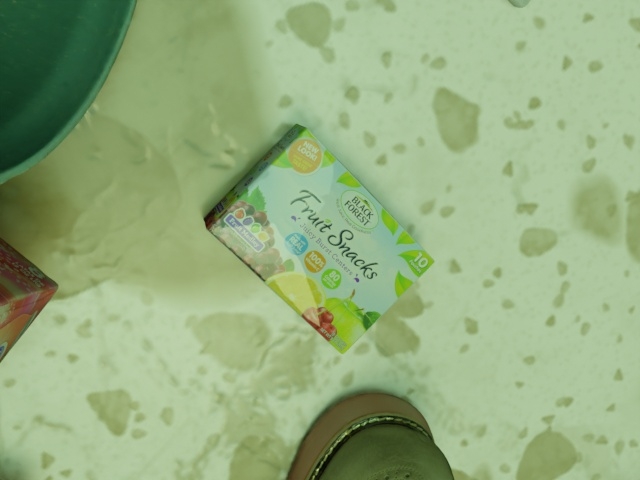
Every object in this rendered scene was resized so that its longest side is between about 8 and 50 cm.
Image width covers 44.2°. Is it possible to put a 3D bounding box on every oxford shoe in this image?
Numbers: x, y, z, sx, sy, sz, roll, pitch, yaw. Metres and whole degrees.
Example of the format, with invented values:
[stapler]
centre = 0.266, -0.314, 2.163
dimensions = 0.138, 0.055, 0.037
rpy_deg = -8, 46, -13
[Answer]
[oxford shoe]
centre = -0.003, 0.320, 0.599
dimensions = 0.140, 0.146, 0.397
rpy_deg = 13, 101, -16

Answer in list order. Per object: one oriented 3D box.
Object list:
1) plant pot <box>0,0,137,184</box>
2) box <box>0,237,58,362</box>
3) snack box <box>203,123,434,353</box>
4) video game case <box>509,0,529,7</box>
[plant pot]
centre = -0.233, -0.187, 0.370
dimensions = 0.196, 0.293, 0.293
rpy_deg = 15, 101, 11
[box]
centre = -0.316, -0.003, 0.406
dimensions = 0.300, 0.142, 0.154
rpy_deg = 38, 93, 0
[snack box]
centre = 0.000, 0.000, 0.577
dimensions = 0.100, 0.037, 0.141
rpy_deg = -46, 109, 0
[video game case]
centre = 0.134, -0.271, 0.550
dimensions = 0.157, 0.019, 0.143
rpy_deg = 38, 93, -19
